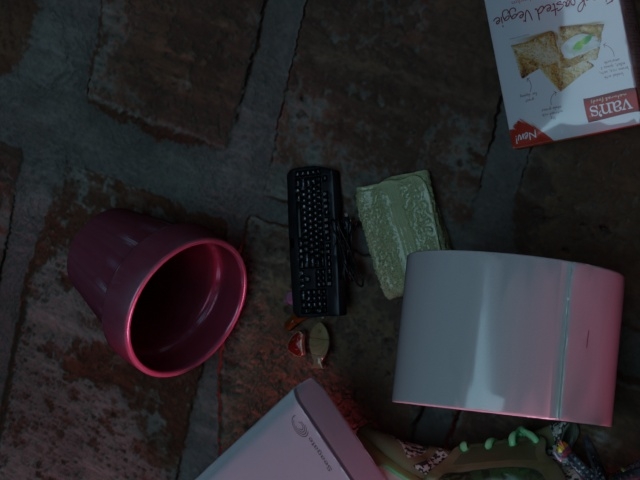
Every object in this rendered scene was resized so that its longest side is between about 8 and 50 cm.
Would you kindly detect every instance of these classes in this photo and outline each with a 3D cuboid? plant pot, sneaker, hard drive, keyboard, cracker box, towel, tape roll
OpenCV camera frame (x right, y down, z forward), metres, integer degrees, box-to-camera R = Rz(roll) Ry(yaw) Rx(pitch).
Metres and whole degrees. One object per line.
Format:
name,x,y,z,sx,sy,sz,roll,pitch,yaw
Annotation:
plant pot,-0.226,0.050,1.793,0.180,0.201,0.201,31,110,37
sneaker,0.238,0.283,1.640,0.410,0.158,0.182,21,75,25
hard drive,-0.035,0.344,1.728,0.233,0.047,0.353,55,140,10
keyboard,0.000,0.000,1.733,0.100,0.038,0.192,-5,87,24
cracker box,0.277,-0.231,1.562,0.155,0.067,0.232,-11,92,28
towel,0.104,-0.007,1.701,0.110,0.027,0.148,-16,89,28
tape roll,0.207,0.109,1.525,0.246,0.246,0.169,3,82,26

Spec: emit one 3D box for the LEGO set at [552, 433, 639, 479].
LEGO set,0.411,0.282,1.424,0.331,0.192,0.255,-19,75,-11

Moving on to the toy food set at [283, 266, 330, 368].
toy food set,-0.015,0.098,1.778,0.078,0.019,0.122,16,103,24
